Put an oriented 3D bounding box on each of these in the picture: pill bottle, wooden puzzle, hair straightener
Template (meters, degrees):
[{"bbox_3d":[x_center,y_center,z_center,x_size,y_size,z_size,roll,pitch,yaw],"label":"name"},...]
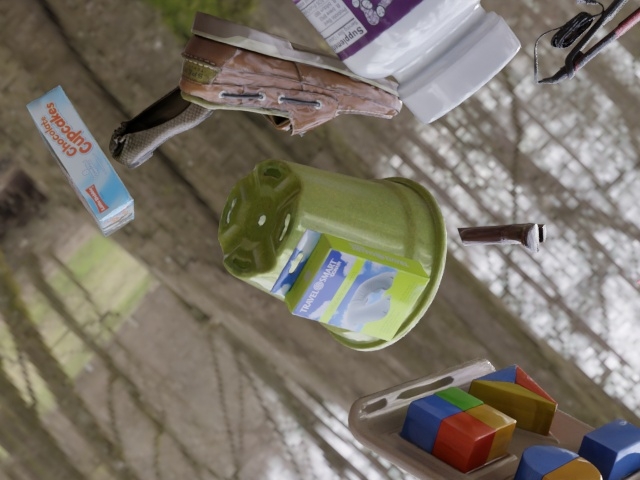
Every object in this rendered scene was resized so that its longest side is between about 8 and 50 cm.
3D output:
[{"bbox_3d":[0.053,-0.266,1.280,0.169,0.301,0.169,-40,-172,7],"label":"pill bottle"},{"bbox_3d":[0.253,0.242,1.549,0.322,0.348,0.080,-9,124,-52],"label":"wooden puzzle"},{"bbox_3d":[0.390,-0.314,1.913,0.230,0.089,0.047,-42,170,15],"label":"hair straightener"}]

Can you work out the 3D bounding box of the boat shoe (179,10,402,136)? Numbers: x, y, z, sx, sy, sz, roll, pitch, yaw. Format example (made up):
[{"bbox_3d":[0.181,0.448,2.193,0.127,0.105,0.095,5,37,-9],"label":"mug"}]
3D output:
[{"bbox_3d":[-0.033,-0.176,1.541,0.111,0.307,0.104,27,-78,53],"label":"boat shoe"}]

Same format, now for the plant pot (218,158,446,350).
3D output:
[{"bbox_3d":[0.000,0.000,1.955,0.276,0.254,0.276,-24,-124,42],"label":"plant pot"}]

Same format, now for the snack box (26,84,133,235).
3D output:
[{"bbox_3d":[-0.344,-0.107,1.933,0.060,0.187,0.322,-33,-179,-9],"label":"snack box"}]

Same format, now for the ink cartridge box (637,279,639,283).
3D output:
[{"bbox_3d":[0.676,0.086,2.247,0.181,0.225,0.056,-33,-129,35],"label":"ink cartridge box"}]

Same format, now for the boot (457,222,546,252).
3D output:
[{"bbox_3d":[0.226,-0.004,1.707,0.114,0.037,0.106,0,-177,19],"label":"boot"}]

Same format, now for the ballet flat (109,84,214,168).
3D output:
[{"bbox_3d":[-0.213,-0.188,1.887,0.250,0.058,0.084,-33,-145,28],"label":"ballet flat"}]

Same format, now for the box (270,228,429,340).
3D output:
[{"bbox_3d":[0.039,0.058,1.697,0.109,0.178,0.042,-60,-148,22],"label":"box"}]
